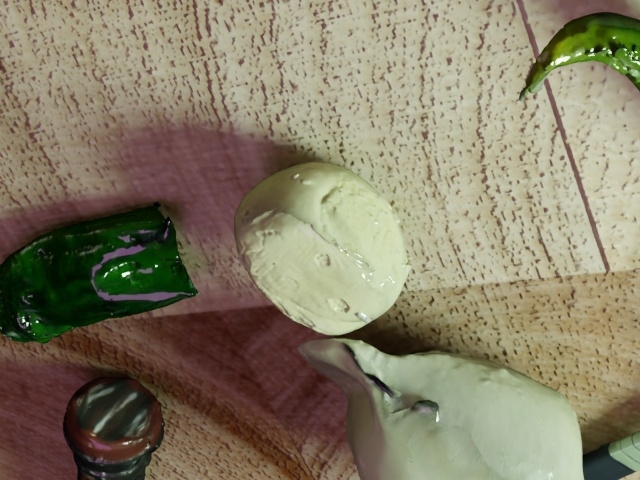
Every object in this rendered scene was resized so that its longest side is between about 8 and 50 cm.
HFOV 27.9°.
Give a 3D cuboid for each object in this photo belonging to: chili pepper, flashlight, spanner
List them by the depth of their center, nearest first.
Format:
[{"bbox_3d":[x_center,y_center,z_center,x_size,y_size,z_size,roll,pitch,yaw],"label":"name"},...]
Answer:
[{"bbox_3d":[0.271,-0.033,0.813,0.359,0.076,0.085,36,129,-21],"label":"chili pepper"},{"bbox_3d":[0.281,0.154,0.996,0.087,0.024,0.316,26,143,-19],"label":"spanner"},{"bbox_3d":[-0.193,0.032,1.064,0.224,0.061,0.098,-19,115,36],"label":"chili pepper"},{"bbox_3d":[-0.202,0.227,1.228,0.093,0.093,0.232,18,135,5],"label":"flashlight"}]

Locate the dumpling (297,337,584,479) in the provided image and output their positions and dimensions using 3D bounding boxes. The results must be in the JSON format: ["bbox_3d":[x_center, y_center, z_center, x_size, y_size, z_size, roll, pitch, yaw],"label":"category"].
[{"bbox_3d":[0.105,0.161,1.020,0.243,0.175,0.227,67,166,2],"label":"dumpling"}]

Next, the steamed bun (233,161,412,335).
[{"bbox_3d":[0.000,0.000,0.937,0.130,0.091,0.112,42,134,-17],"label":"steamed bun"}]
